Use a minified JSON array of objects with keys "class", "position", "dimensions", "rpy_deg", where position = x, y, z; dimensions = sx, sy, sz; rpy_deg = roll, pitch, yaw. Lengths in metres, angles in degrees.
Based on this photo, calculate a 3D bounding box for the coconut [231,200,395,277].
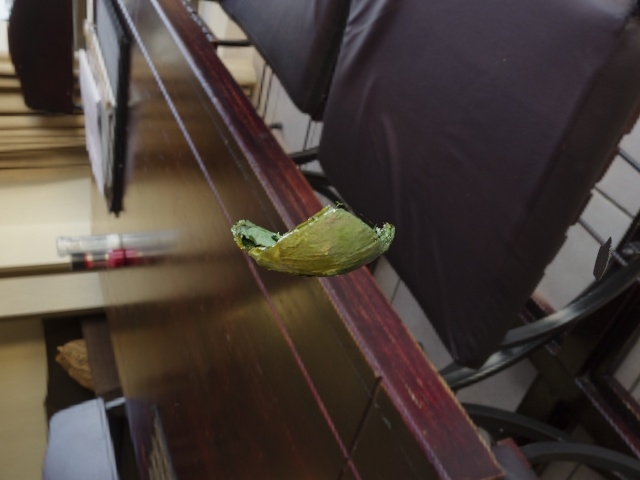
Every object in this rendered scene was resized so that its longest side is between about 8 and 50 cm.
[{"class":"coconut","position":[-0.001,0.004,0.575],"dimensions":[0.158,0.133,0.055],"rpy_deg":[169,107,-69]}]

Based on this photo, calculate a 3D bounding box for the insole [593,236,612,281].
[{"class":"insole","position":[0.497,0.036,1.179],"dimensions":[0.003,0.232,0.080],"rpy_deg":[15,91,18]}]
